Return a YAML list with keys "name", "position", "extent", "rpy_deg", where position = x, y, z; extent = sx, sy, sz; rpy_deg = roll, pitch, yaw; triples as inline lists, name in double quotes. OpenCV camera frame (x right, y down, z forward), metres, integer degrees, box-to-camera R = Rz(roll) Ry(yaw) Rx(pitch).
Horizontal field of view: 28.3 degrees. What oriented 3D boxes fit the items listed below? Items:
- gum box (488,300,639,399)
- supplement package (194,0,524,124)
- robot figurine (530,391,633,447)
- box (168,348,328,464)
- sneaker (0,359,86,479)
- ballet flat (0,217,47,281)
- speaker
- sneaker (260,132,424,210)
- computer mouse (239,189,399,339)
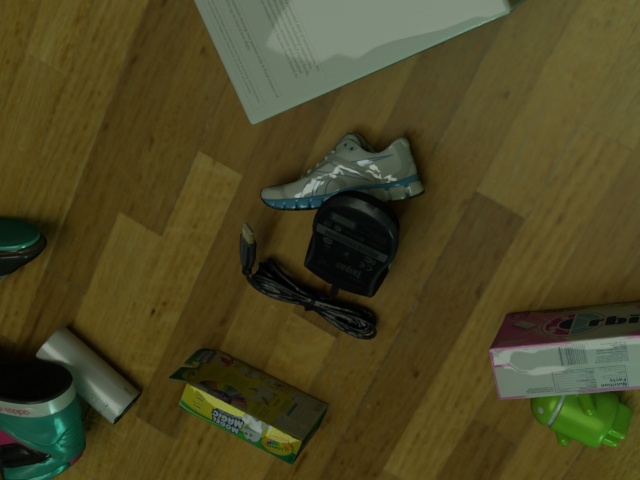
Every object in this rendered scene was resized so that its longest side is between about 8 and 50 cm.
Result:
- name: "gum box"
  position: [0.288, 0.116, 1.372]
  extent: [0.188, 0.107, 0.062]
  rpy_deg: [-7, 106, 21]
- name: "supplement package"
  position: [0.045, -0.264, 1.288]
  extent: [0.293, 0.175, 0.177]
  rpy_deg: [-20, 99, 24]
- name: "robot figurine"
  position: [0.287, 0.188, 1.417]
  extent: [0.115, 0.067, 0.101]
  rpy_deg: [24, 150, 4]
- name: "box"
  position: [-0.091, 0.195, 1.533]
  extent: [0.179, 0.105, 0.043]
  rpy_deg: [27, 114, 9]
- name: "sneaker"
  position: [-0.416, 0.238, 1.659]
  extent: [0.295, 0.124, 0.178]
  rpy_deg: [9, 123, 35]
- name: "ballet flat"
  position: [-0.458, 0.012, 1.614]
  extent: [0.280, 0.095, 0.096]
  rpy_deg: [12, 122, 26]
- name: "speaker"
  position: [-0.298, 0.172, 1.625]
  extent: [0.136, 0.055, 0.055]
  rpy_deg: [40, 116, 3]
- name: "sneaker"
  position: [0.021, -0.078, 1.430]
  extent: [0.191, 0.071, 0.083]
  rpy_deg: [-8, 93, 18]
- name: "computer mouse"
  position: [0.000, 0.000, 1.421]
  extent: [0.184, 0.060, 0.262]
  rpy_deg: [23, 147, 9]
